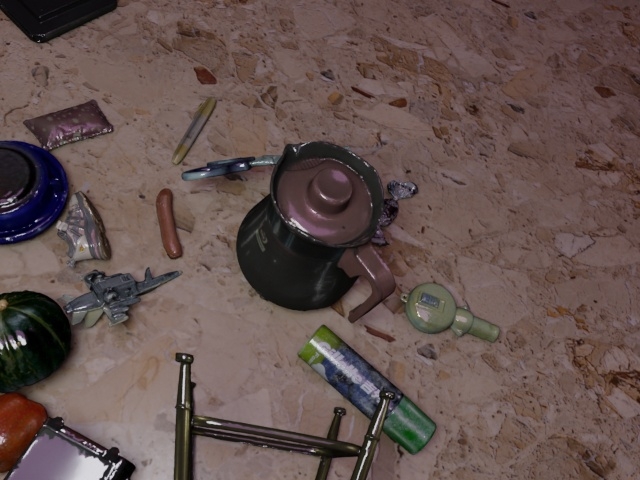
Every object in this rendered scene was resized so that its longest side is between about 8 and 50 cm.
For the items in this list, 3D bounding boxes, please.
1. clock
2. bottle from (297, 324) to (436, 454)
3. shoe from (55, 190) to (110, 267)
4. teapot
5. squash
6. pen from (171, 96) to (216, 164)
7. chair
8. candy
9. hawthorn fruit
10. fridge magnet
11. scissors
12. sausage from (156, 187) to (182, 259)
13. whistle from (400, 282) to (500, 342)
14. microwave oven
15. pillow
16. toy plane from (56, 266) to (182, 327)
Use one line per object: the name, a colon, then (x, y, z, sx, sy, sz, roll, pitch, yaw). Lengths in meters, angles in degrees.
clock: (-0.755, -0.698, 1.541, 0.273, 0.049, 0.279, 44, 63, 10)
bottle: (0.101, 0.325, 1.214, 0.330, 0.093, 0.093, 40, 63, 8)
shoe: (-0.541, -0.022, 1.246, 0.092, 0.089, 0.180, -23, 69, -9)
teapot: (0.000, 0.000, 1.197, 0.306, 0.361, 0.376, -30, 75, -24)
squash: (-0.594, 0.192, 1.065, 0.218, 0.218, 0.172, -12, 105, -18)
pen: (-0.335, -0.292, 1.450, 0.040, 0.032, 0.233, 13, 60, 20)
chair: (-0.115, 0.459, 0.964, 0.362, 0.364, 0.409, 12, 67, -7)
candy: (0.185, -0.079, 1.455, 0.094, 0.051, 0.226, 35, 62, 2)
hawthorn fruit: (-0.585, 0.353, 1.028, 0.133, 0.132, 0.138, 40, 47, 8)
fridge magnet: (-0.706, -0.115, 1.230, 0.266, 0.112, 0.265, 6, 62, -11)
scissors: (-0.113, -0.186, 1.289, 0.384, 0.256, 0.029, -5, 104, 10)
sausage: (-0.363, -0.043, 1.317, 0.043, 0.043, 0.186, -9, 67, -17)
whistle: (0.315, 0.182, 1.350, 0.258, 0.067, 0.126, 23, 63, -4)
microwave oven: (-0.461, 0.465, 0.969, 0.188, 0.178, 0.247, 28, 62, 4)
pillow: (-0.626, -0.289, 1.374, 0.185, 0.043, 0.118, -29, 72, -24)
toy plane: (-0.427, 0.102, 1.207, 0.262, 0.088, 0.192, -28, 46, -27)
